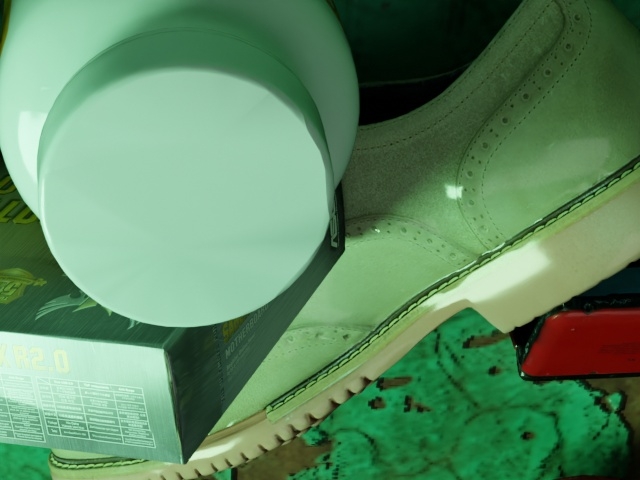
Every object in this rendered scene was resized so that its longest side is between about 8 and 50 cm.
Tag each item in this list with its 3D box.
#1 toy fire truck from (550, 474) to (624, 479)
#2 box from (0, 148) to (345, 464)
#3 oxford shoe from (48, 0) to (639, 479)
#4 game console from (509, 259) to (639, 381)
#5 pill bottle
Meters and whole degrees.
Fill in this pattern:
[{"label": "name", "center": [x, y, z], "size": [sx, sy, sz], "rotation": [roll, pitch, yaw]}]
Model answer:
[{"label": "toy fire truck", "center": [0.234, 0.262, 1.099], "size": [0.254, 0.169, 0.302], "rotation": [-5, 143, -2]}, {"label": "box", "center": [-0.127, 0.014, 0.792], "size": [0.231, 0.183, 0.056], "rotation": [4, 118, 22]}, {"label": "oxford shoe", "center": [0.000, 0.000, 0.913], "size": [0.397, 0.140, 0.146], "rotation": [-30, 100, 22]}, {"label": "game console", "center": [0.170, 0.023, 0.931], "size": [0.144, 0.085, 0.124], "rotation": [-2, 155, -6]}, {"label": "pill bottle", "center": [-0.058, -0.070, 0.723], "size": [0.136, 0.246, 0.136], "rotation": [-3, 118, -6]}]
